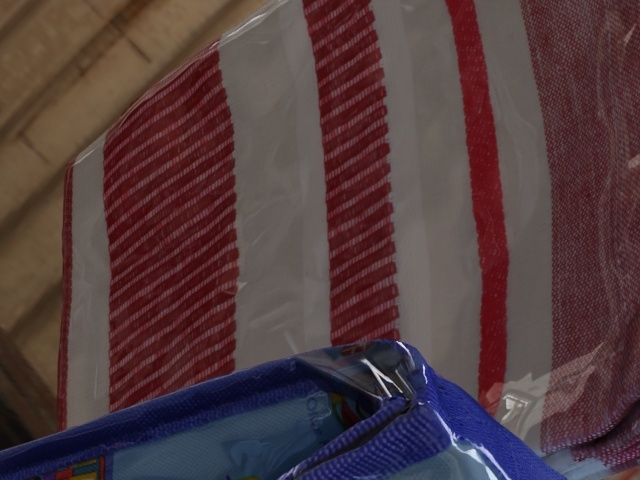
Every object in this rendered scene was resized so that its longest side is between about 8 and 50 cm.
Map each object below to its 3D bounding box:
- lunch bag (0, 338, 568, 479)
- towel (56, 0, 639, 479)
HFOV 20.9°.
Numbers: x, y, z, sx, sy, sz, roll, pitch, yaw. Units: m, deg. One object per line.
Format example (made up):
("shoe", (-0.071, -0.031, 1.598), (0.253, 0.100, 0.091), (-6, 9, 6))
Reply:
("lunch bag", (-0.008, 0.146, 0.482), (0.293, 0.221, 0.138), (-28, -153, 25))
("towel", (0.000, 0.000, 0.605), (0.329, 0.037, 0.237), (-31, -130, 41))
